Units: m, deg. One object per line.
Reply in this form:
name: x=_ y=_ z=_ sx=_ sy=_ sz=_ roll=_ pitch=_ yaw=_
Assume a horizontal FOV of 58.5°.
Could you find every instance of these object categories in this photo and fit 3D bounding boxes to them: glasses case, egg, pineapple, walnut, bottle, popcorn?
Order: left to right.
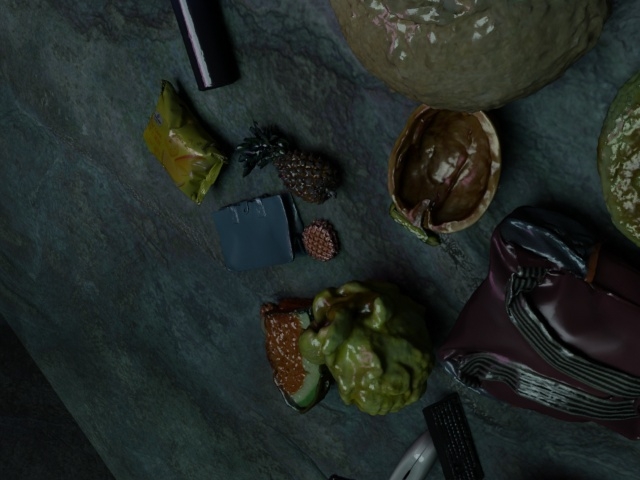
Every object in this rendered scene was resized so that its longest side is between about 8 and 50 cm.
bottle: x=-0.216 y=-0.392 z=1.008 sx=0.082 sy=0.072 sz=0.244 roll=5 pitch=118 yaw=49
pineapple: x=-0.055 y=-0.127 z=1.019 sx=0.221 sy=0.083 sz=0.103 roll=34 pitch=131 yaw=24
popcorn: x=0.091 y=0.174 z=0.970 sx=0.255 sy=0.256 sz=0.195 roll=25 pitch=124 yaw=-27
glasses case: x=0.185 y=0.462 z=1.152 sx=0.059 sy=0.092 sz=0.233 roll=34 pitch=133 yaw=21
walnut: x=0.192 y=-0.112 z=0.816 sx=0.167 sy=0.087 sz=0.211 roll=41 pitch=132 yaw=23
egg: x=0.157 y=-0.274 z=0.635 sx=0.310 sy=0.279 sz=0.279 roll=12 pitch=122 yaw=18

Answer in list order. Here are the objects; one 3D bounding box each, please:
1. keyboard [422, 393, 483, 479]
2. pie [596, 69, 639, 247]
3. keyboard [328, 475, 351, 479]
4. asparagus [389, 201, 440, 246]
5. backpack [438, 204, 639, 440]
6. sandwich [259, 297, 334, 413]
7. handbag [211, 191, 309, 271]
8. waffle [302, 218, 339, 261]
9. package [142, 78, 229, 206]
keyboard: x=0.250 y=0.384 z=1.069 sx=0.015 sy=0.074 sz=0.196 roll=-152 pitch=41 yaw=-72
pie: x=0.456 y=-0.091 z=0.623 sx=0.303 sy=0.067 sz=0.302 roll=19 pitch=126 yaw=29
keyboard: x=0.094 y=0.697 z=1.418 sx=0.106 sy=0.016 sz=0.262 roll=-5 pitch=111 yaw=42
asparagus: x=0.155 y=-0.025 z=0.945 sx=0.108 sy=0.021 sz=0.025 roll=41 pitch=133 yaw=15
backpack: x=0.341 y=0.137 z=0.756 sx=0.317 sy=0.197 sz=0.283 roll=31 pitch=129 yaw=22
sandwich: x=-0.035 y=0.222 z=1.194 sx=0.212 sy=0.109 sz=0.292 roll=13 pitch=120 yaw=42
handbag: x=-0.128 y=-0.017 z=1.170 sx=0.221 sy=0.057 sz=0.144 roll=-10 pitch=100 yaw=44
waffle: x=0.000 y=0.000 z=1.084 sx=0.075 sy=0.029 sz=0.083 roll=-15 pitch=101 yaw=41
package: x=-0.281 y=-0.195 z=1.164 sx=0.226 sy=0.090 sz=0.168 roll=48 pitch=133 yaw=10
